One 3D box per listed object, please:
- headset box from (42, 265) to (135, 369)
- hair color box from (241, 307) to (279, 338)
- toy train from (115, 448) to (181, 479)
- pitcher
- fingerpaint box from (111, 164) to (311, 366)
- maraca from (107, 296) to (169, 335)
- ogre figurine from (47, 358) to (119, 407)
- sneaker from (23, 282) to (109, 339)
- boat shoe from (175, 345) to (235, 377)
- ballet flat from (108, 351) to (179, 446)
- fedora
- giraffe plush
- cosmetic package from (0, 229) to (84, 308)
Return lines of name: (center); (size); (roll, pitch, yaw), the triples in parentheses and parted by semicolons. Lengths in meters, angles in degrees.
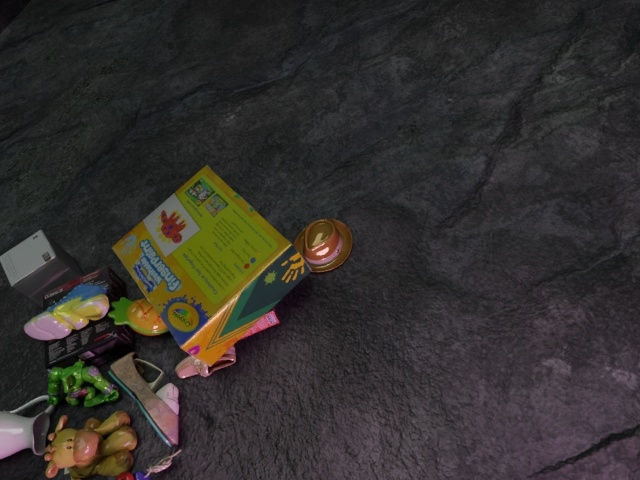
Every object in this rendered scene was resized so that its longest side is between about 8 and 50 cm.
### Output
headset box: (-0.696, 0.229, 1.496); (0.218, 0.110, 0.293); (-25, 54, -4)
hair color box: (-0.208, 0.217, 1.402); (0.167, 0.053, 0.093); (-22, 36, -3)
toy train: (-0.422, 0.614, 1.168); (0.248, 0.105, 0.143); (-27, 57, -5)
pitcher: (-0.839, 0.503, 1.353); (0.207, 0.125, 0.177); (-5, 34, -2)
fingerpaint box: (-0.310, 0.054, 1.392); (0.371, 0.163, 0.445); (-44, 54, -9)
maraca: (-0.511, 0.215, 1.441); (0.186, 0.099, 0.127); (15, 29, -20)
ogre figurine: (-0.657, 0.393, 1.360); (0.197, 0.118, 0.097); (5, 27, 23)
sneaker: (-0.706, 0.196, 1.414); (0.240, 0.091, 0.126); (-17, 36, 1)
boat shoe: (-0.310, 0.336, 1.354); (0.170, 0.063, 0.059); (-24, 48, -3)
ballet flat: (-0.445, 0.401, 1.323); (0.316, 0.107, 0.106); (35, 63, 30)
fedora: (0.000, 0.000, 1.495); (0.195, 0.079, 0.194); (-7, 55, 10)
giraffe plush: (-0.588, 0.510, 1.238); (0.210, 0.170, 0.181); (-32, 55, -8)
cosmetic package: (-0.872, 0.098, 1.585); (0.151, 0.183, 0.151); (-39, 55, -13)
